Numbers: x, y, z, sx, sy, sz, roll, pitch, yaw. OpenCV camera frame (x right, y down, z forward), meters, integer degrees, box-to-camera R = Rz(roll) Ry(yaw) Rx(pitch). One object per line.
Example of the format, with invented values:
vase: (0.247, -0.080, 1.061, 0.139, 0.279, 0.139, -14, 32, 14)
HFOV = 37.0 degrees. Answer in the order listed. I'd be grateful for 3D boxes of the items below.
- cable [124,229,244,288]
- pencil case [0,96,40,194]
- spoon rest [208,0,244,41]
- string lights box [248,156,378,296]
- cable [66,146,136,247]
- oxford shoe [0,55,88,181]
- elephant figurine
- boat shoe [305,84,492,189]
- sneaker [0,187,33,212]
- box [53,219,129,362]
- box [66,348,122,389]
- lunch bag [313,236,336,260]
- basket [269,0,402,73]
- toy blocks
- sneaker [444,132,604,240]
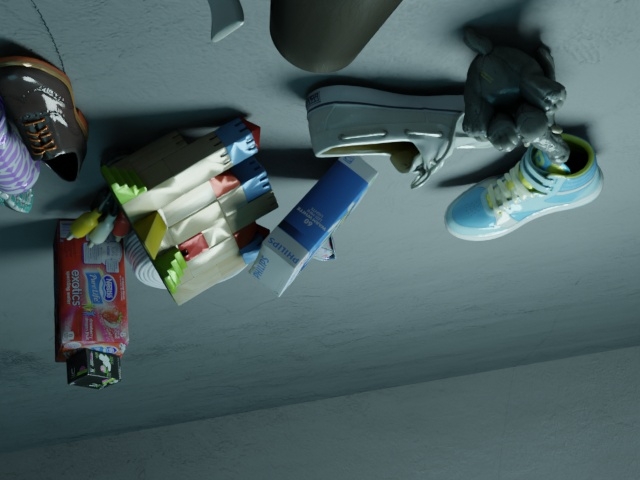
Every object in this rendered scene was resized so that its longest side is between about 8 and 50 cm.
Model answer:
cable: (-0.259, 0.017, 1.905, 0.257, 0.089, 0.257, -3, 156, -32)
pencil case: (-0.497, -0.147, 1.483, 0.088, 0.086, 0.206, -37, 163, -13)
spoon rest: (-0.203, -0.349, 1.136, 0.137, 0.084, 0.276, -24, 139, 31)
string lights box: (-0.014, -0.033, 1.714, 0.077, 0.259, 0.133, 38, 151, 4)
cable: (-0.359, -0.070, 1.722, 0.139, 0.072, 0.287, -1, 157, -30)
oxford shoe: (-0.406, -0.178, 1.417, 0.097, 0.098, 0.271, -10, 157, 6)
elephant figurine: (0.315, -0.220, 1.513, 0.169, 0.186, 0.239, 20, -164, 21)
boat shoe: (0.154, -0.154, 1.567, 0.367, 0.156, 0.136, 4, 164, -24)
sneaker: (-0.561, -0.094, 1.634, 0.076, 0.065, 0.166, 0, 159, 26)
box: (-0.447, 0.098, 1.849, 0.128, 0.257, 0.122, 1, 154, -20)
box: (-0.426, 0.244, 1.797, 0.062, 0.052, 0.083, -26, 150, 29)
lunch bag: (0.000, 0.000, 2.009, 0.053, 0.071, 0.083, -29, 147, 33)
basket: (0.018, -0.317, 1.176, 0.204, 0.154, 0.227, 0, 160, -15)
toy blocks: (-0.197, -0.062, 1.657, 0.261, 0.191, 0.381, -31, 142, -11)
sneaker: (0.376, -0.112, 1.810, 0.319, 0.127, 0.208, -22, 157, 7)
